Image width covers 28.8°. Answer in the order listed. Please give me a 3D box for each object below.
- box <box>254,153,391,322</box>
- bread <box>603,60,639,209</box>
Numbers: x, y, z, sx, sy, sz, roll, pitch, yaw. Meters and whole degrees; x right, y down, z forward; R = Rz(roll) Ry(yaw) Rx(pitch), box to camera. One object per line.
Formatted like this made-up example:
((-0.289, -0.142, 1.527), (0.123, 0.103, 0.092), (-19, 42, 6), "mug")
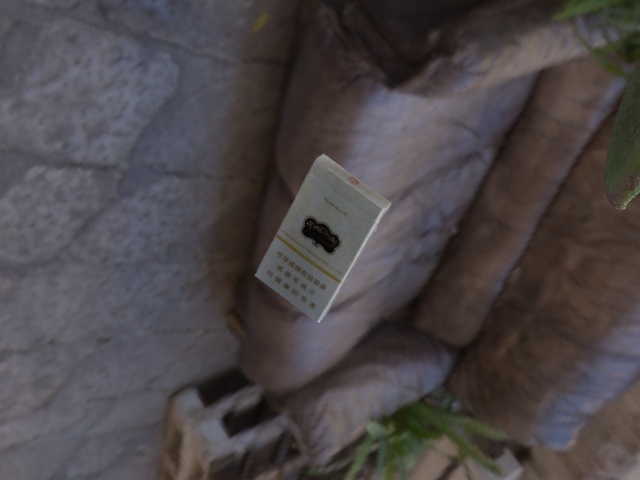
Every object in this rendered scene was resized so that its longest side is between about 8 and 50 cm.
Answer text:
((0.000, 0.000, 1.307), (0.024, 0.090, 0.167), (-37, 161, -55), "box")
((0.476, -0.185, 1.822), (0.301, 0.045, 0.301), (17, 90, -89), "bread")
